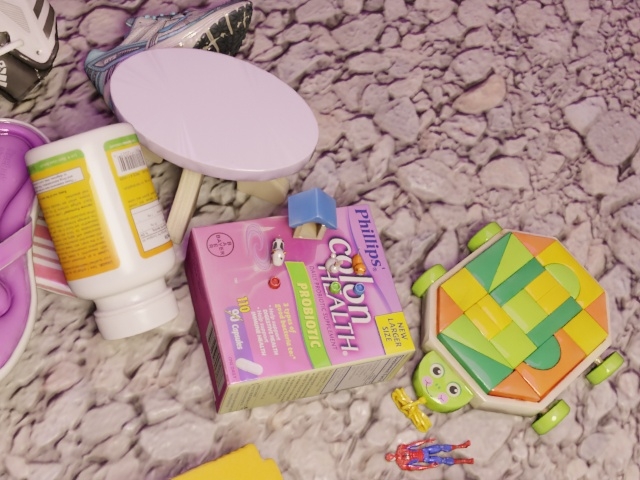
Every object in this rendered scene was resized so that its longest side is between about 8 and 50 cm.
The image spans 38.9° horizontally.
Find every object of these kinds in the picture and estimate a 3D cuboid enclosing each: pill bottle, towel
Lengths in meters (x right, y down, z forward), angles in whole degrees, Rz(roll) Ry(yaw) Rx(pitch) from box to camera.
[{"bbox_3d":[-0.258,-0.010,1.111,0.136,0.136,0.246,-20,98,-22],"label":"pill bottle"},{"bbox_3d":[-0.356,-0.026,1.201,0.144,0.029,0.197,17,63,-4],"label":"towel"}]

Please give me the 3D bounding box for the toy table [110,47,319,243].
[{"bbox_3d":[-0.151,-0.133,1.228,0.274,0.161,0.252,29,60,3],"label":"toy table"}]

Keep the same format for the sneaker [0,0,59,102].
[{"bbox_3d":[-0.472,-0.280,1.138,0.257,0.169,0.447,49,29,-11],"label":"sneaker"}]

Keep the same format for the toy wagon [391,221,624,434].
[{"bbox_3d":[0.245,0.133,1.235,0.344,0.068,0.267,-34,75,-26],"label":"toy wagon"}]

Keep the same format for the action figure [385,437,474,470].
[{"bbox_3d":[0.139,0.274,1.160,0.115,0.030,0.038,-2,68,-12],"label":"action figure"}]

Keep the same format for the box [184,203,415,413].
[{"bbox_3d":[-0.033,0.085,1.166,0.243,0.117,0.214,-8,65,-18],"label":"box"}]

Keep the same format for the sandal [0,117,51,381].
[{"bbox_3d":[-0.405,-0.016,1.052,0.169,0.102,0.416,7,46,-15],"label":"sandal"}]

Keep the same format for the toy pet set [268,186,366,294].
[{"bbox_3d":[0.000,0.000,1.113,0.122,0.065,0.114,4,62,-12],"label":"toy pet set"}]

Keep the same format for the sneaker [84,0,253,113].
[{"bbox_3d":[-0.221,-0.298,1.330,0.122,0.110,0.283,43,61,14],"label":"sneaker"}]

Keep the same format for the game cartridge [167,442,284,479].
[{"bbox_3d":[-0.142,0.404,0.967,0.323,0.052,0.285,-17,76,-34],"label":"game cartridge"}]
